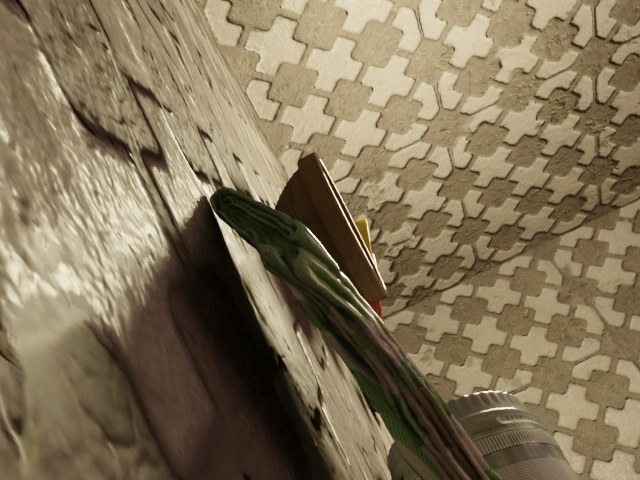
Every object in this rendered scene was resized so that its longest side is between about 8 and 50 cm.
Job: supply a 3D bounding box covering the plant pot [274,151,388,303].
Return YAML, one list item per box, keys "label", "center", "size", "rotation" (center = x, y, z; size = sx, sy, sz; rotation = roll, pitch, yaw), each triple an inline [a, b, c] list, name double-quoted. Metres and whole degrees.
- label: "plant pot"
  center: [0.000, 0.000, 0.969]
  size: [0.237, 0.110, 0.237]
  rotation: [61, 5, -10]

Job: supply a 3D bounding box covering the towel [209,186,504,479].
- label: "towel"
  center: [0.037, 0.103, 0.498]
  size: [0.325, 0.038, 0.248]
  rotation: [52, -8, -18]

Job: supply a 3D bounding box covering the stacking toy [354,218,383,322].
- label: "stacking toy"
  center: [0.041, 0.127, 1.211]
  size: [0.309, 0.130, 0.279]
  rotation: [-89, 172, -74]

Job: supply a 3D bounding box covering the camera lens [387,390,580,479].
- label: "camera lens"
  center: [0.220, 0.349, 0.788]
  size: [0.219, 0.219, 0.274]
  rotation: [63, 2, -46]

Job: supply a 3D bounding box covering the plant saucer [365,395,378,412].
- label: "plant saucer"
  center: [0.093, 0.283, 1.272]
  size: [0.119, 0.021, 0.119]
  rotation: [64, 2, -5]
